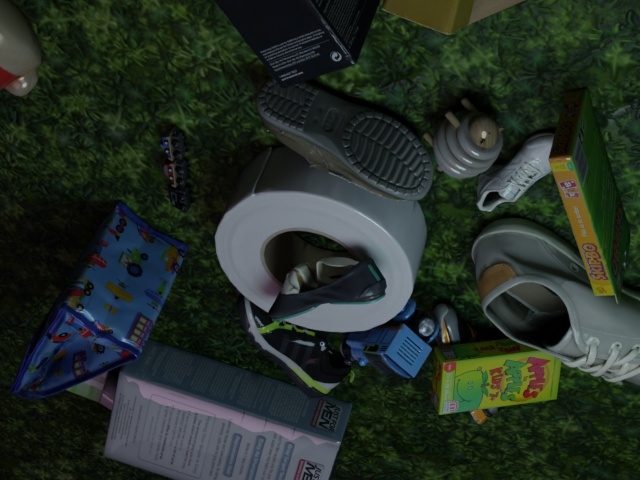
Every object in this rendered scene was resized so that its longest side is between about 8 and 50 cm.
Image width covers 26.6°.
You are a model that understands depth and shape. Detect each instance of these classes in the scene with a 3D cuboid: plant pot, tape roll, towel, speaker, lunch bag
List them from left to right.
[{"bbox_3d":[-0.403,0.193,2.279,0.113,0.023,0.152,22,120,2],"label":"towel"},{"bbox_3d":[-0.356,0.115,2.055,0.138,0.221,0.293,35,137,-16],"label":"lunch bag"},{"bbox_3d":[-0.334,0.283,2.360,0.136,0.055,0.055,35,137,-17],"label":"speaker"},{"bbox_3d":[0.000,0.000,1.878,0.286,0.100,0.286,12,140,10],"label":"tape roll"},{"bbox_3d":[0.124,-0.276,1.437,0.081,0.081,0.083,23,114,13],"label":"plant pot"}]

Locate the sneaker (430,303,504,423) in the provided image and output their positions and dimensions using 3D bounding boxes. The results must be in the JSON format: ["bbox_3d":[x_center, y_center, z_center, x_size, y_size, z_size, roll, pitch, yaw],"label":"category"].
[{"bbox_3d":[0.226,0.172,2.004,0.083,0.084,0.215,-25,122,5],"label":"sneaker"}]

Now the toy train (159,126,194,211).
[{"bbox_3d":[-0.203,-0.101,1.905,0.036,0.027,0.158,20,141,17],"label":"toy train"}]

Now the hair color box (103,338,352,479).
[{"bbox_3d":[-0.154,0.313,2.240,0.374,0.113,0.185,18,121,4],"label":"hair color box"}]

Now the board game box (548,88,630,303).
[{"bbox_3d":[0.336,-0.048,1.668,0.039,0.124,0.259,-5,133,28],"label":"board game box"}]

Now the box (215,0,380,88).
[{"bbox_3d":[-0.017,-0.317,1.408,0.103,0.261,0.184,-13,129,33],"label":"box"}]

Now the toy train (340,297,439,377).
[{"bbox_3d":[0.093,0.139,1.960,0.080,0.105,0.184,44,159,-24],"label":"toy train"}]

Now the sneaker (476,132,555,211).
[{"bbox_3d":[0.255,-0.082,1.715,0.054,0.061,0.152,37,136,-16],"label":"sneaker"}]

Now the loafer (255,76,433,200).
[{"bbox_3d":[0.031,-0.129,1.746,0.251,0.094,0.087,32,164,0],"label":"loafer"}]

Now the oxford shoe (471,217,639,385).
[{"bbox_3d":[0.389,0.133,1.848,0.449,0.130,0.169,31,137,-14],"label":"oxford shoe"}]

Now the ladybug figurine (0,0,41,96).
[{"bbox_3d":[-0.515,-0.319,1.573,0.449,0.162,0.305,44,176,-1],"label":"ladybug figurine"}]

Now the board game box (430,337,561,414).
[{"bbox_3d":[0.253,0.191,1.950,0.181,0.043,0.092,-6,120,-13],"label":"board game box"}]

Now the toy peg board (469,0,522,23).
[{"bbox_3d":[0.191,-0.341,1.456,0.161,0.079,0.160,-19,111,37],"label":"toy peg board"}]

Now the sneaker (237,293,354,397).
[{"bbox_3d":[-0.033,0.145,2.088,0.097,0.084,0.234,-33,121,16],"label":"sneaker"}]

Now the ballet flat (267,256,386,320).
[{"bbox_3d":[0.001,0.059,1.821,0.203,0.074,0.074,-13,130,41],"label":"ballet flat"}]

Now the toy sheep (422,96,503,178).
[{"bbox_3d":[0.179,-0.120,1.687,0.091,0.091,0.132,29,153,-10],"label":"toy sheep"}]
